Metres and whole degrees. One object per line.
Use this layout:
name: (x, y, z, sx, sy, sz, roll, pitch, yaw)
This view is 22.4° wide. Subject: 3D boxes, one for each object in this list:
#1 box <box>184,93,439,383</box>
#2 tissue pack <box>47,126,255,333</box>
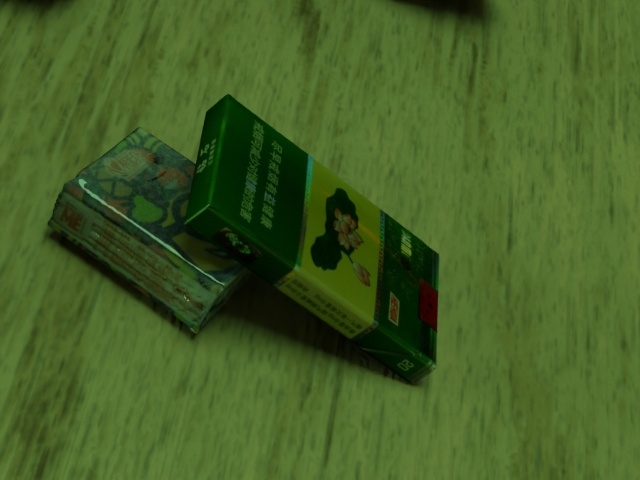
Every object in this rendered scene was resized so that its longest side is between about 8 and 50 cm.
box: (0.000, 0.000, 1.243, 0.235, 0.034, 0.132, 36, 36, -26)
tissue pack: (-0.117, -0.010, 1.240, 0.148, 0.060, 0.108, 34, 38, 8)
